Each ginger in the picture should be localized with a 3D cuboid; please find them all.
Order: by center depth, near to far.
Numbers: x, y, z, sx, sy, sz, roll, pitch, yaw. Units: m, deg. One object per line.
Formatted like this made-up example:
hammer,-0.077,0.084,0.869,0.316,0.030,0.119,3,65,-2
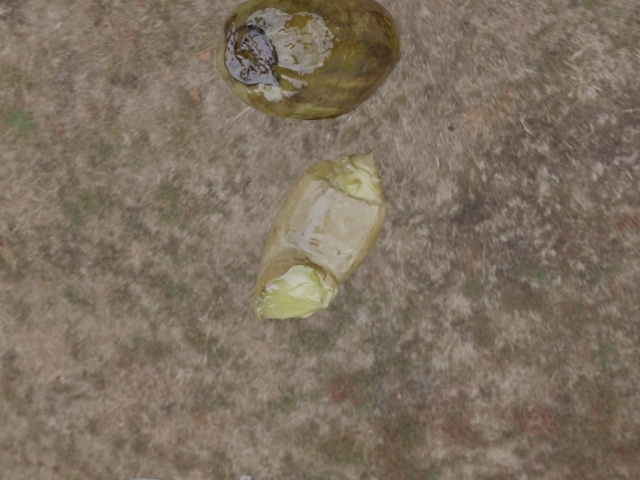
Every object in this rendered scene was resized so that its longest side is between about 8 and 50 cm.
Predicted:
ginger,0.000,0.000,1.090,0.138,0.152,0.267,29,82,-15

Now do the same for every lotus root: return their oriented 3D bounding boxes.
lotus root,0.003,-0.195,0.830,0.145,0.260,0.129,-27,85,38

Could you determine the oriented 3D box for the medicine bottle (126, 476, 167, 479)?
medicine bottle,-0.216,0.354,0.964,0.139,0.237,0.139,2,73,-7
